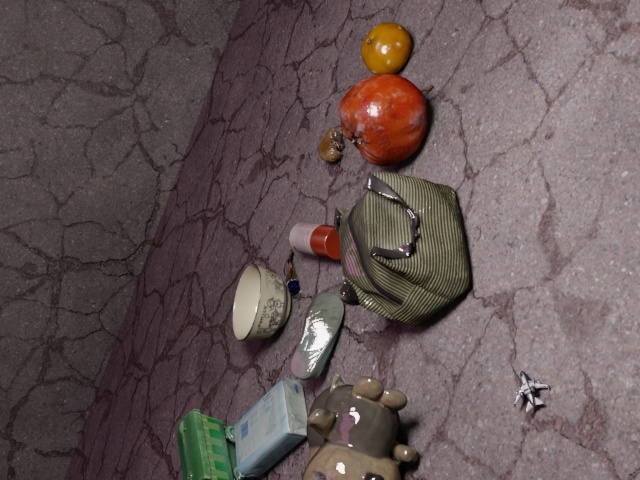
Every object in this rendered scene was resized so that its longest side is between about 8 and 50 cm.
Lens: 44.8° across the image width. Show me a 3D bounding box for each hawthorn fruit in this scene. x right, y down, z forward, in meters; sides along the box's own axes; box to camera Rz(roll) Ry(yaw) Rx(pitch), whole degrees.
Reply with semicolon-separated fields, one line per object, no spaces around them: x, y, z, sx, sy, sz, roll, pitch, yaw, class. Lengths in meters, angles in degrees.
0.188;-0.336;2.028;0.271;0.242;0.242;-40;28;-10;hawthorn fruit

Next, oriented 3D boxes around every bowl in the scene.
-0.172;0.194;2.355;0.238;0.126;0.238;-38;47;56;bowl

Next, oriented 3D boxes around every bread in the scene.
0.035;-0.284;2.385;0.082;0.060;0.113;-37;41;44;bread

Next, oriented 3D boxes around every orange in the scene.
0.186;-0.549;2.225;0.156;0.124;0.156;-44;35;42;orange

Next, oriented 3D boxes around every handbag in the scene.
0.173;0.008;1.782;0.247;0.240;0.341;-45;38;45;handbag

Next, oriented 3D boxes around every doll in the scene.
0.072;0.506;1.727;0.378;0.252;0.382;93;-168;-75;doll

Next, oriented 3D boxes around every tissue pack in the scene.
-0.136;0.520;2.148;0.263;0.089;0.177;-46;38;33;tissue pack

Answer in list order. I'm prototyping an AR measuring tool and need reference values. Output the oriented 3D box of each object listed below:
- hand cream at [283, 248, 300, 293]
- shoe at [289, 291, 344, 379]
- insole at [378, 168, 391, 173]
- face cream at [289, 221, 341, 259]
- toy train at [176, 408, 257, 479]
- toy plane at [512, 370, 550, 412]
-0.092;0.097;2.392;0.163;0.039;0.062;-105;28;-50;hand cream
-0.006;0.264;2.092;0.100;0.103;0.251;72;-141;-63;shoe
0.187;-0.134;2.083;0.065;0.006;0.193;-57;31;21;insole
0.000;0.000;2.229;0.214;0.096;0.096;10;81;61;face cream
-0.305;0.638;2.248;0.120;0.202;0.301;-53;32;20;toy train
0.388;0.277;1.451;0.078;0.031;0.083;-35;44;24;toy plane
